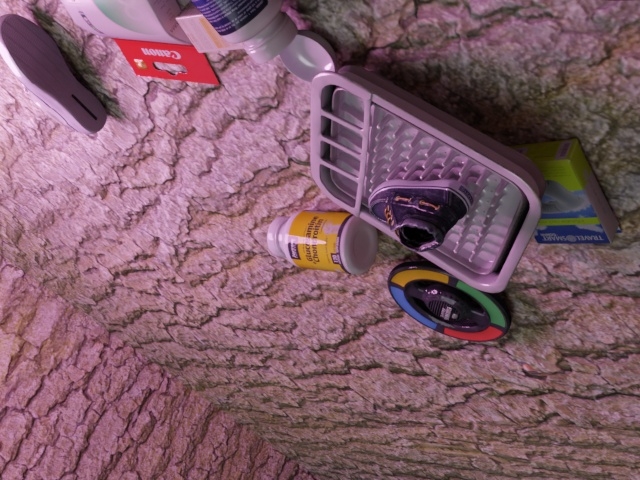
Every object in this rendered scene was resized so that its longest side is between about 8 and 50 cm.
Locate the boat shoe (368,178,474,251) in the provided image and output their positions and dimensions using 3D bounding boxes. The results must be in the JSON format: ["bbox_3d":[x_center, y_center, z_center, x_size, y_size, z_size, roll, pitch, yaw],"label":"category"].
[{"bbox_3d":[0.106,-0.031,0.966,0.065,0.083,0.183,50,154,-21],"label":"boat shoe"}]

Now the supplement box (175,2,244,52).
[{"bbox_3d":[-0.138,-0.290,1.016,0.098,0.036,0.062,7,145,37],"label":"supplement box"}]

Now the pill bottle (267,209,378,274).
[{"bbox_3d":[0.000,0.000,1.304,0.184,0.103,0.103,5,144,38],"label":"pill bottle"}]

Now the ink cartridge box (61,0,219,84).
[{"bbox_3d":[-0.270,-0.304,1.104,0.181,0.056,0.224,13,147,29],"label":"ink cartridge box"}]

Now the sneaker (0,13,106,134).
[{"bbox_3d":[-0.482,-0.276,1.305,0.091,0.094,0.258,5,145,31],"label":"sneaker"}]

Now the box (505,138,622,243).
[{"bbox_3d":[0.312,-0.053,0.986,0.109,0.042,0.178,0,140,44],"label":"box"}]

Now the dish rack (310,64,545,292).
[{"bbox_3d":[0.138,-0.087,1.011,0.333,0.072,0.285,33,154,17],"label":"dish rack"}]

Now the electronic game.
[{"bbox_3d":[0.225,0.111,1.339,0.229,0.048,0.229,22,152,13],"label":"electronic game"}]

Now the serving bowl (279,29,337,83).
[{"bbox_3d":[-0.013,-0.244,0.986,0.083,0.027,0.083,23,152,13],"label":"serving bowl"}]

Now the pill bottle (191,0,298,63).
[{"bbox_3d":[-0.104,-0.299,0.907,0.094,0.094,0.169,-4,138,47],"label":"pill bottle"}]
